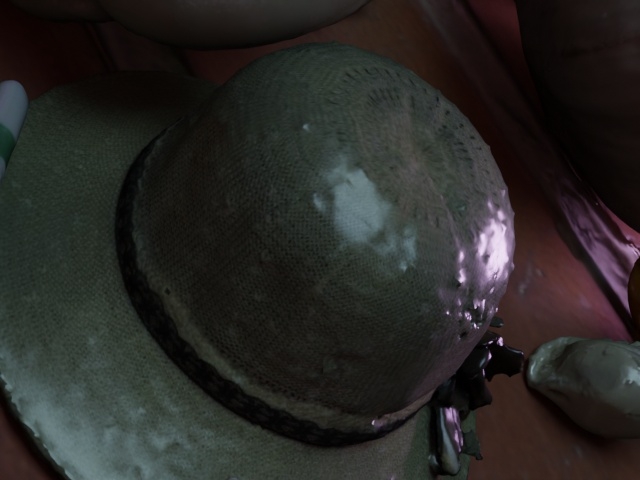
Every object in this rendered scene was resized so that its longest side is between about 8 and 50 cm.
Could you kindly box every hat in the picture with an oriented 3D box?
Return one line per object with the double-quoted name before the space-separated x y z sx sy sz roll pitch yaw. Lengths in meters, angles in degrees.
"hat" 0.000 0.000 0.562 0.257 0.130 0.257 22 46 -26

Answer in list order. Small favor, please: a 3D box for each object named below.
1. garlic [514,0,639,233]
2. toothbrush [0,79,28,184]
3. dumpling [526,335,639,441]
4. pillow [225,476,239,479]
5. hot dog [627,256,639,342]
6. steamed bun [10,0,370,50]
"garlic" 0.235 -0.150 0.764 0.317 0.259 0.317 37 48 -57
"toothbrush" -0.142 0.035 0.482 0.024 0.018 0.257 0 48 13
"dumpling" 0.146 0.065 0.689 0.052 0.076 0.057 50 41 -33
"pillow" -0.002 0.207 0.429 0.144 0.078 0.254 -28 79 -41
"hot dog" 0.275 0.091 0.739 0.269 0.115 0.072 35 70 -11
"steamed bun" -0.053 -0.189 0.603 0.211 0.144 0.218 8 42 24
